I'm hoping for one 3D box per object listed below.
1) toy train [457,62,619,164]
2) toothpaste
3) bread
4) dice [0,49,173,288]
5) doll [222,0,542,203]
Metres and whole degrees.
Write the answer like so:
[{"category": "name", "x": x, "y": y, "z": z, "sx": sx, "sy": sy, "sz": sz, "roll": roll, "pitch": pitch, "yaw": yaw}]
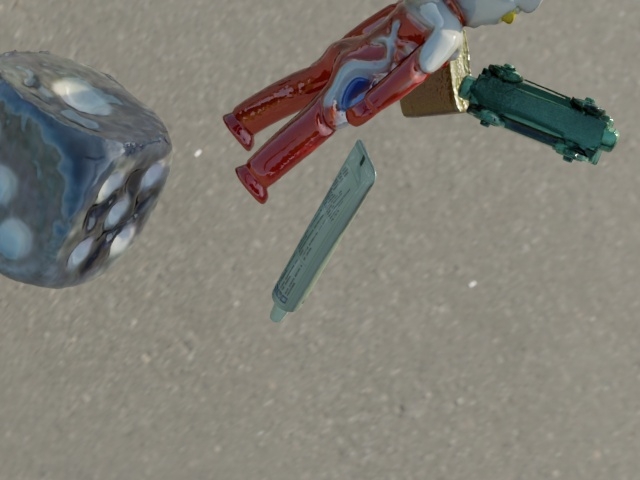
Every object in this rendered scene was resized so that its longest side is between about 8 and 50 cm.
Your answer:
[{"category": "toy train", "x": 0.226, "y": -0.131, "z": 1.675, "sx": 0.172, "sy": 0.099, "sz": 0.070, "roll": 23, "pitch": 94, "yaw": 7}, {"category": "toothpaste", "x": 0.000, "y": 0.000, "z": 1.375, "sx": 0.029, "sy": 0.197, "sz": 0.048, "roll": 8, "pitch": 41, "yaw": -29}, {"category": "bread", "x": 0.123, "y": -0.180, "z": 1.759, "sx": 0.035, "sy": 0.094, "sz": 0.090, "roll": -12, "pitch": 97, "yaw": -37}, {"category": "dice", "x": -0.271, "y": -0.071, "z": 1.611, "sx": 0.182, "sy": 0.183, "sz": 0.181, "roll": 34, "pitch": 21, "yaw": 17}, {"category": "doll", "x": 0.069, "y": -0.190, "z": 1.633, "sx": 0.099, "sy": 0.384, "sz": 0.188, "roll": 47, "pitch": 15, "yaw": -28}]
